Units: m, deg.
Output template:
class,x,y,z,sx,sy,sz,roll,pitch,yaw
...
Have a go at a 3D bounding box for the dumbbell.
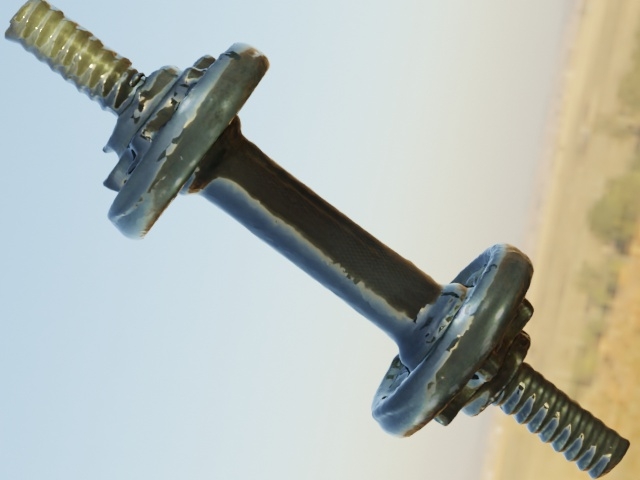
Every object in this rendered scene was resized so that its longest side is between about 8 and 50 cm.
class,x,y,z,sx,sy,sz,roll,pitch,yaw
dumbbell,0.000,0.000,0.622,0.082,0.254,0.081,-52,4,5
